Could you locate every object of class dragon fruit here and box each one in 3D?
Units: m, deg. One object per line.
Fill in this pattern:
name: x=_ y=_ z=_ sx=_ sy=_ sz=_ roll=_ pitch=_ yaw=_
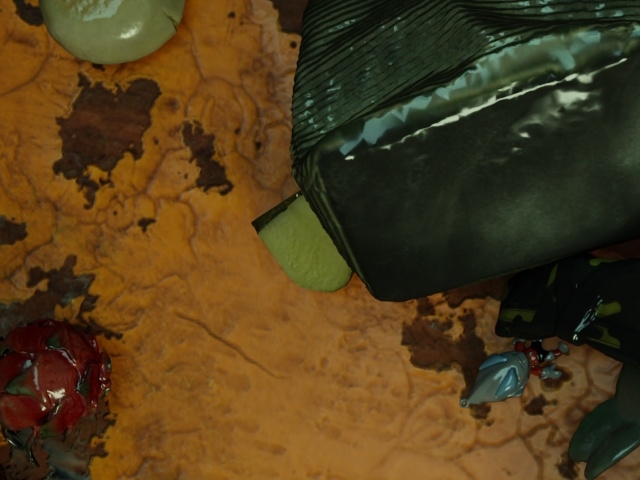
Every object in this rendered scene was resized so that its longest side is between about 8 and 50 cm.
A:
dragon fruit: x=-0.280 y=0.141 z=1.061 sx=0.142 sy=0.130 sz=0.121 roll=-36 pitch=110 yaw=6

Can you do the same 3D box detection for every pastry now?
pastry: x=-0.219 y=-0.262 z=1.102 sx=0.156 sy=0.092 sz=0.157 roll=0 pitch=90 yaw=9

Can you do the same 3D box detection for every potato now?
potato: x=0.000 y=0.000 z=1.030 sx=0.096 sy=0.066 sz=0.103 roll=-29 pitch=86 yaw=33

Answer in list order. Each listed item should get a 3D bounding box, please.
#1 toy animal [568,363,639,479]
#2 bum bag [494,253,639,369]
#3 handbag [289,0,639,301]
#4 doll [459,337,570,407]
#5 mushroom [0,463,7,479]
toy animal: x=0.313 y=0.104 z=0.927 sx=0.125 sy=0.127 sz=0.251 roll=28 pitch=104 yaw=0
bum bag: x=0.234 y=0.055 z=0.908 sx=0.060 sy=0.232 sz=0.107 roll=39 pitch=78 yaw=-28
handbag: x=0.145 y=-0.125 z=0.907 sx=0.340 sy=0.247 sz=0.240 roll=-16 pitch=47 yaw=11
doll: x=0.178 y=0.123 z=0.983 sx=0.114 sy=0.039 sz=0.057 roll=-36 pitch=82 yaw=4
mushroom: x=-0.458 y=0.297 z=0.980 sx=0.334 sy=0.356 sz=0.331 roll=-6 pitch=51 yaw=52
